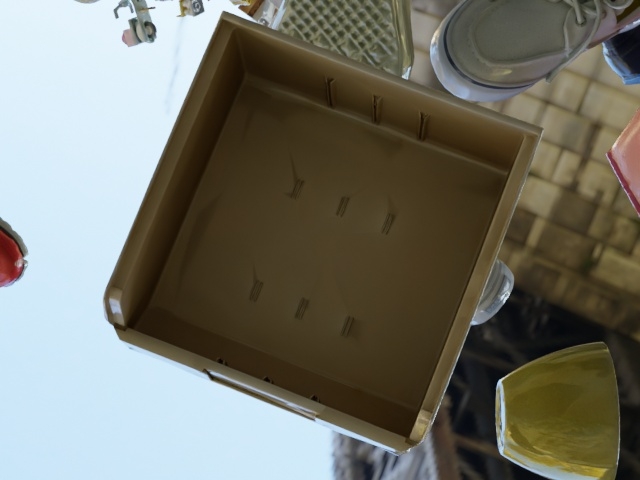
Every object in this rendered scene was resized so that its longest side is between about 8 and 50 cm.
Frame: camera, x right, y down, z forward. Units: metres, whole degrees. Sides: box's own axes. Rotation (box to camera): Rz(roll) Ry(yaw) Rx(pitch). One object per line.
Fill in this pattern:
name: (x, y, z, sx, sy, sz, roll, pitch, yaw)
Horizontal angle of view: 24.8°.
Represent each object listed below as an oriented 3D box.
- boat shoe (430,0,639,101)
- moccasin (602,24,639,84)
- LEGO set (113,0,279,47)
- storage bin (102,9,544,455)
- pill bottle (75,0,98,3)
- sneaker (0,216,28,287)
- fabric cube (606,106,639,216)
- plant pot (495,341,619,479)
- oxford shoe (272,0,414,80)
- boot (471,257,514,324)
boat shoe: (0.295, -0.272, 1.665, 0.367, 0.156, 0.136, -23, -97, -30)
moccasin: (0.432, -0.369, 1.912, 0.117, 0.137, 0.342, 38, -132, -36)
LEGO set: (-0.182, -0.339, 1.964, 0.107, 0.132, 0.287, 4, -166, 36)
storage bin: (0.000, 0.000, 1.137, 0.262, 0.260, 0.123, 21, 169, 5)
pill bottle: (-0.215, -0.346, 1.669, 0.117, 0.118, 0.208, 26, -140, 18)
sneaker: (-0.499, 0.005, 1.792, 0.279, 0.107, 0.118, 17, -157, 7)
fabric cube: (0.527, -0.106, 1.695, 0.259, 0.258, 0.254, 28, -161, -11)
plant pot: (0.210, 0.160, 1.317, 0.095, 0.134, 0.134, -1, -159, -1)
oxford shoe: (0.037, -0.274, 1.571, 0.169, 0.449, 0.130, 13, -150, 19)
boot: (0.082, 0.015, 1.450, 0.123, 0.095, 0.258, 37, 165, -19)
